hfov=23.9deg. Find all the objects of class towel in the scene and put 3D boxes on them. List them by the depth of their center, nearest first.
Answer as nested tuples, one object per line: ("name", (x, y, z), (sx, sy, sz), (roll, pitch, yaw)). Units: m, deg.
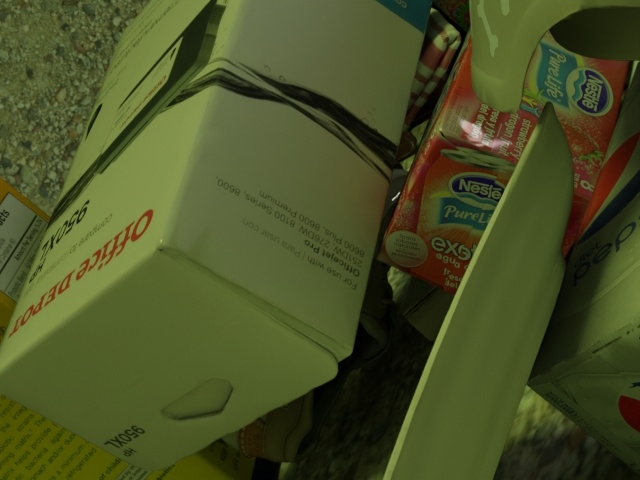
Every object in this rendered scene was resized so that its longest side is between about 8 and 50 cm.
("towel", (0.043, -0.105, 1.248), (0.197, 0.029, 0.144), (-56, 16, 10))

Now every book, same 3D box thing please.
("book", (0.117, 0.013, 1.248), (0.096, 0.035, 0.144), (-45, 11, 20))

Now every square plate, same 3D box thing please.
("square plate", (0.043, 0.155, 0.783), (0.344, 0.049, 0.347), (106, -172, -50))

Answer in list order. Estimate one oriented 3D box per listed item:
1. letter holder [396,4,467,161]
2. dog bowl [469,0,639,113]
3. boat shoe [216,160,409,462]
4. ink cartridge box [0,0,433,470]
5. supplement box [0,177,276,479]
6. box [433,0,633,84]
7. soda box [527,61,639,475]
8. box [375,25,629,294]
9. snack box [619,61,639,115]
("letter holder", (0.030, -0.245, 1.682), (0.152, 0.302, 0.214), (-56, 13, -22))
("dog bowl", (0.234, -0.171, 0.779), (0.348, 0.102, 0.349), (-17, 18, 6))
("boat shoe", (0.016, 0.063, 1.290), (0.302, 0.103, 0.113), (-55, -29, -22))
("ink cartridge box", (-0.078, -0.056, 1.183), (0.285, 0.166, 0.395), (-35, 32, 46))
("supplement box", (-0.230, 0.145, 1.342), (0.195, 0.356, 0.194), (-47, 12, 19))
("box", (0.269, -0.304, 1.270), (0.290, 0.177, 0.279), (-43, 15, 37))
("soda box", (0.207, -0.011, 0.817), (0.091, 0.098, 0.286), (-39, 17, 45))
("box", (0.143, -0.076, 1.119), (0.257, 0.122, 0.128), (-65, -1, -51))
("snack box", (0.270, -0.136, 1.098), (0.100, 0.037, 0.141), (-43, 15, 41))
